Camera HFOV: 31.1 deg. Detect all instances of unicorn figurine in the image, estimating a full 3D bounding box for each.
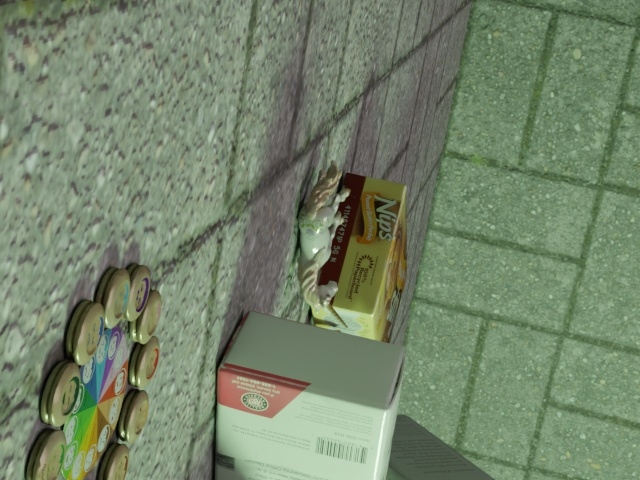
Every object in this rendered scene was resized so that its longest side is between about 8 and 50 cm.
[{"bbox_3d":[0.000,0.000,1.251,0.111,0.060,0.162,-68,151,-43],"label":"unicorn figurine"}]

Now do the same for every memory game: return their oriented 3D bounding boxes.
[{"bbox_3d":[-0.134,0.103,0.705,0.186,0.012,0.186,12,90,-81],"label":"memory game"}]

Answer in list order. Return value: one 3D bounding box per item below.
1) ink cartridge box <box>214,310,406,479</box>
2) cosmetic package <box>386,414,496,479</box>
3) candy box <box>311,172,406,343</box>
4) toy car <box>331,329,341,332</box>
[{"bbox_3d":[-0.013,0.187,1.084,0.092,0.158,0.218,-66,166,-51],"label":"ink cartridge box"},{"bbox_3d":[0.171,0.459,1.766,0.453,0.161,0.230,31,-67,56],"label":"cosmetic package"},{"bbox_3d":[0.057,0.063,1.545,0.316,0.087,0.183,82,23,-67],"label":"candy box"},{"bbox_3d":[-0.007,0.168,1.419,0.040,0.060,0.122,13,82,-49],"label":"toy car"}]
